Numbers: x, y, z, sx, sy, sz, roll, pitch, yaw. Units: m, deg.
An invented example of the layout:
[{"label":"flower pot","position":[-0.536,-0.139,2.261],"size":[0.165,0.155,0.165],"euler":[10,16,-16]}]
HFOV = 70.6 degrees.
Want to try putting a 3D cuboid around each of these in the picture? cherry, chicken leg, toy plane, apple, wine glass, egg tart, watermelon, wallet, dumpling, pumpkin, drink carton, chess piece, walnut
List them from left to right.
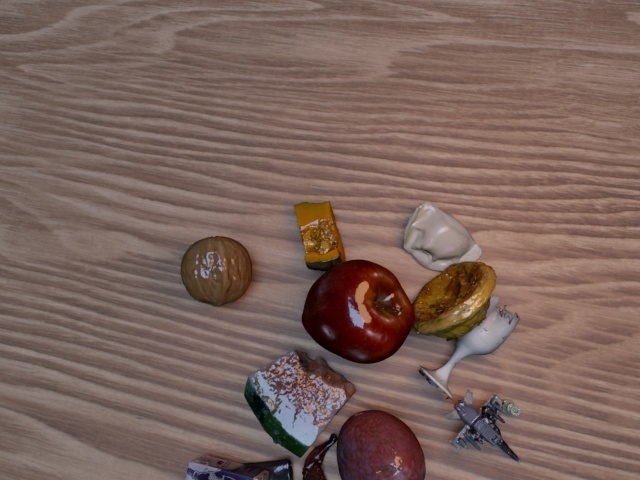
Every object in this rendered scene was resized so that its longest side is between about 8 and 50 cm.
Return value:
[{"label":"walnut","position":[-0.323,0.096,1.418],"size":[0.228,0.228,0.228],"euler":[-2,78,7]},{"label":"drink carton","position":[-0.274,0.714,1.293],"size":[0.222,0.102,0.134],"euler":[6,79,15]},{"label":"wallet","position":[-0.234,0.754,1.348],"size":[0.321,0.044,0.170],"euler":[-9,76,9]},{"label":"watermelon","position":[-0.080,0.465,1.333],"size":[0.264,0.151,0.302],"euler":[43,87,14]},{"label":"chicken leg","position":[-0.010,0.671,1.334],"size":[0.093,0.053,0.205],"euler":[15,87,-13]},{"label":"pumpkin","position":[0.000,-0.003,1.448],"size":[0.131,0.126,0.248],"euler":[-15,57,12]},{"label":"apple","position":[0.100,0.199,1.278],"size":[0.288,0.317,0.288],"euler":[9,73,-30]},{"label":"cherry","position":[0.164,0.591,1.218],"size":[0.221,0.307,0.261],"euler":[-9,72,-22]},{"label":"dumpling","position":[0.366,0.006,1.402],"size":[0.252,0.131,0.179],"euler":[34,104,-8]},{"label":"egg tart","position":[0.382,0.178,1.282],"size":[0.290,0.290,0.115],"euler":[-44,101,-3]},{"label":"wine glass","position":[0.429,0.305,1.308],"size":[0.143,0.143,0.321],"euler":[42,83,14]},{"label":"toy plane","position":[0.472,0.538,1.261],"size":[0.262,0.088,0.192],"euler":[42,89,3]},{"label":"chess piece","position":[0.539,0.474,1.278],"size":[0.042,0.093,0.042],"euler":[-2,77,7]}]
